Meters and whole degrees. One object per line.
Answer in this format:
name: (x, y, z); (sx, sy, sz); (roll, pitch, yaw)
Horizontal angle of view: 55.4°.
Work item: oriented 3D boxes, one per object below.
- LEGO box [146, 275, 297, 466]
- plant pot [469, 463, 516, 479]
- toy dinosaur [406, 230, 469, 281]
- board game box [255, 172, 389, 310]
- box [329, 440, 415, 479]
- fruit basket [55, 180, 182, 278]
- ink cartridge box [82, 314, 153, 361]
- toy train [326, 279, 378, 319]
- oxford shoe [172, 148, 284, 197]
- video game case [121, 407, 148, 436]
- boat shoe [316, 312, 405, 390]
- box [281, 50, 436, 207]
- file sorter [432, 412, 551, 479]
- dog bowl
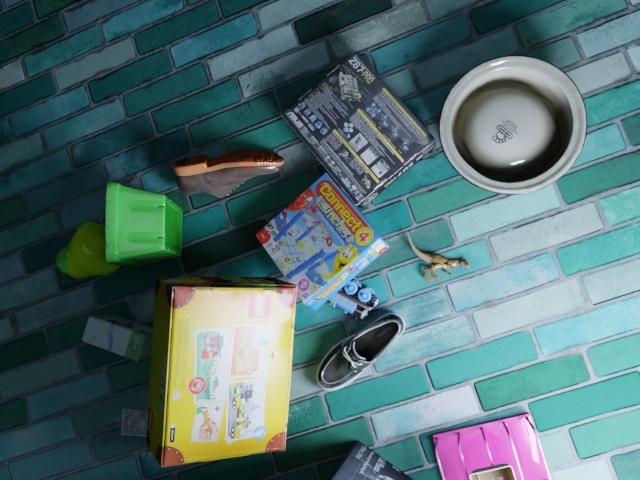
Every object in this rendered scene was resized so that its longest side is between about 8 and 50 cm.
LEGO box: (-0.287, 0.361, 1.769); (0.373, 0.193, 0.500); (3, 93, -29)
plant pot: (0.450, 0.631, 1.571); (0.109, 0.096, 0.109); (-17, 83, 10)
toy dinosaur: (0.344, 0.064, 1.865); (0.212, 0.064, 0.112); (19, 71, 4)
board game box: (0.000, 0.000, 1.878); (0.302, 0.086, 0.308); (-42, 60, 6)
box: (0.183, 0.824, 1.600); (0.472, 0.480, 0.297); (34, 91, 13)
fruit basket: (-0.641, -0.021, 1.920); (0.392, 0.392, 0.282); (-2, 84, 12)
ink cartridge box: (-0.640, 0.316, 1.994); (0.213, 0.154, 0.093); (15, 88, 13)
toy train: (0.086, 0.173, 1.894); (0.184, 0.080, 0.105); (28, 98, 14)
oxford shoe: (-0.295, -0.218, 2.011); (0.364, 0.130, 0.132); (-5, 116, 5)
video game case: (-0.605, 0.606, 2.032); (0.122, 0.011, 0.087); (0, 84, 12)
boat shoe: (0.111, 0.333, 1.849); (0.335, 0.119, 0.121); (-43, 78, 5)
box: (0.118, -0.349, 1.928); (0.318, 0.097, 0.395); (-41, 78, 7)
file sorter: (0.481, 0.631, 1.708); (0.291, 0.182, 0.202); (-16, 82, 10)
dog bowl: (0.558, -0.325, 1.803); (0.408, 0.150, 0.407); (-1, 85, 12)
